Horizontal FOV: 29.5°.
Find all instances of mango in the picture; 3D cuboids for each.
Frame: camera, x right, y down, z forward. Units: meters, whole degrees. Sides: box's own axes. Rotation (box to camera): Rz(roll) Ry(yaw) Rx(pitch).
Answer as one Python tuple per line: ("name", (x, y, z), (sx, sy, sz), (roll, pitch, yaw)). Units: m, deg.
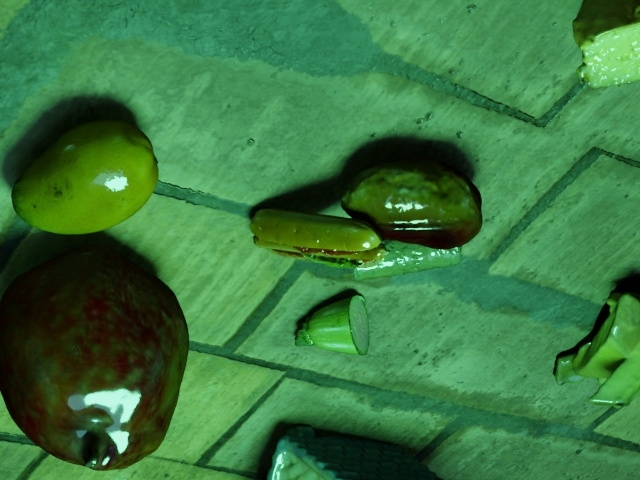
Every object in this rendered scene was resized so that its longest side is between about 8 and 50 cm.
("mango", (-0.316, -0.078, 1.652), (0.221, 0.120, 0.151), (-33, 134, 31))

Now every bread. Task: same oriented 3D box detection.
("bread", (0.443, -0.291, 1.613), (0.228, 0.140, 0.143), (-9, 140, 5))

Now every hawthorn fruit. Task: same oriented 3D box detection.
("hawthorn fruit", (-0.329, 0.177, 1.803), (0.308, 0.325, 0.308), (-33, 161, -13))

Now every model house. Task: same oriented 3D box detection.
("model house", (0.034, 0.576, 2.351), (0.395, 0.400, 0.445), (8, 145, -43))

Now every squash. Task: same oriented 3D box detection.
("squash", (0.008, 0.148, 2.052), (0.132, 0.105, 0.105), (-7, 144, 21))

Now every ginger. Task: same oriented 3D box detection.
("ginger", (0.627, 0.238, 2.239), (0.413, 0.211, 0.358), (13, 135, -29))

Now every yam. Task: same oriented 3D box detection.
("yam", (0.136, 0.018, 1.932), (0.179, 0.078, 0.078), (-11, 140, -2))

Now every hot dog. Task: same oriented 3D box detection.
("hot dog", (0.000, 0.000, 1.801), (0.235, 0.062, 0.092), (7, 146, 32))

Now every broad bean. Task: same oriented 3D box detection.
("broad bean", (0.140, -0.056, 1.813), (0.228, 0.122, 0.156), (13, 159, -21))
